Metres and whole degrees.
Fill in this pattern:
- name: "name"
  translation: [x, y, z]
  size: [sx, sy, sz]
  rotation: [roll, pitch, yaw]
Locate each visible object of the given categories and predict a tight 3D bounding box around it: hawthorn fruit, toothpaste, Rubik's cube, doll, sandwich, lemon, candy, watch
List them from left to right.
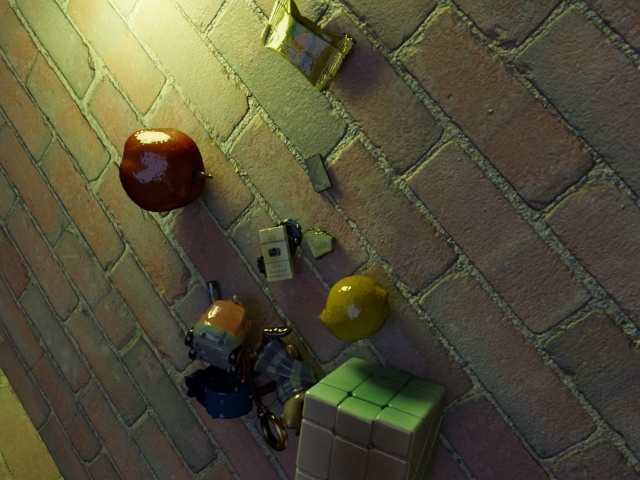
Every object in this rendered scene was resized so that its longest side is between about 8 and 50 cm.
- name: "hawthorn fruit"
  translation: [-0.501, -0.230, 1.744]
  size: [0.330, 0.287, 0.287]
  rotation: [8, 101, 20]
- name: "toothpaste"
  translation: [-0.372, 0.264, 1.871]
  size: [0.062, 0.039, 0.239]
  rotation: [-6, 96, 34]
- name: "watch"
  translation: [-0.335, 0.528, 1.806]
  size: [0.200, 0.196, 0.171]
  rotation: [12, 113, 34]
- name: "doll"
  translation: [-0.119, 0.467, 1.664]
  size: [0.340, 0.209, 0.318]
  rotation: [47, 119, 12]
- name: "candy"
  translation: [-0.050, -0.594, 1.538]
  size: [0.297, 0.081, 0.187]
  rotation: [42, 116, 17]
- name: "sandwich"
  translation: [0.000, 0.000, 1.626]
  size: [0.093, 0.035, 0.105]
  rotation: [-33, 80, 29]
- name: "lemon"
  translation: [0.101, 0.198, 1.516]
  size: [0.244, 0.187, 0.187]
  rotation: [-31, 82, 31]
- name: "Rubik's cube"
  translation: [0.145, 0.559, 1.467]
  size: [0.315, 0.322, 0.319]
  rotation: [13, 103, 26]

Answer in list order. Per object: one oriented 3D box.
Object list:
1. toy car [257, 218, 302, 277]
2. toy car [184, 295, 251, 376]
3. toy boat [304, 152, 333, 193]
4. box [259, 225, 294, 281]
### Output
- name: "toy car"
  translation: [-0.125, 0.029, 1.685]
  size: [0.103, 0.063, 0.216]
  rotation: [35, 107, 19]
- name: "toy car"
  translation: [-0.320, 0.311, 1.740]
  size: [0.180, 0.212, 0.270]
  rotation: [21, 148, 6]
- name: "toy boat"
  translation: [-0.007, -0.207, 1.610]
  size: [0.063, 0.016, 0.115]
  rotation: [-21, 86, 30]
- name: "box"
  translation: [-0.138, 0.043, 1.643]
  size: [0.090, 0.024, 0.167]
  rotation: [-10, 91, 25]
